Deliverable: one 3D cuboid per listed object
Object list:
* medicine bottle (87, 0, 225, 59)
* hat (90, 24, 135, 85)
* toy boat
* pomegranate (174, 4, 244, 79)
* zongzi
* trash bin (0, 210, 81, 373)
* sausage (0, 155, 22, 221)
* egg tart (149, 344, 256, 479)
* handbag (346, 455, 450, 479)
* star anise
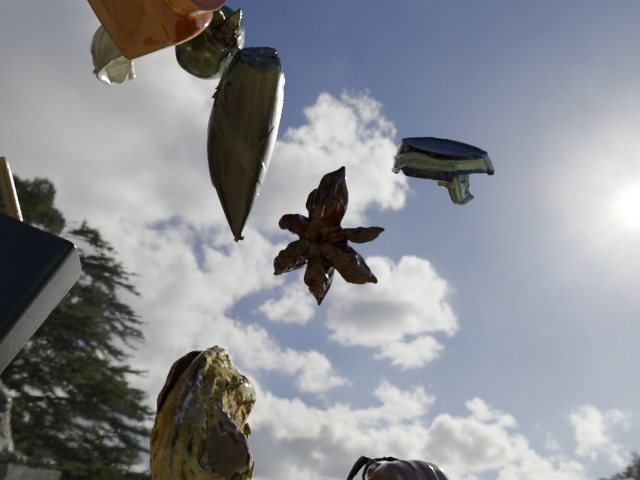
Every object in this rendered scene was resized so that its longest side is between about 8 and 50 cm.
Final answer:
[{"bbox_3d":[-0.250,-0.382,0.904,0.222,0.112,0.149,2,-48,41],"label":"medicine bottle"},{"bbox_3d":[-0.446,-0.476,1.289,0.164,0.226,0.219,-13,-7,-35],"label":"hat"},{"bbox_3d":[0.252,-0.146,1.232,0.262,0.114,0.115,24,-52,43],"label":"toy boat"},{"bbox_3d":[-0.201,-0.388,1.115,0.131,0.152,0.191,11,-2,-29],"label":"pomegranate"},{"bbox_3d":[-0.118,-0.151,0.899,0.112,0.242,0.221,5,-28,-16],"label":"zongzi"},{"bbox_3d":[-0.499,0.084,0.874,0.165,0.226,0.115,24,-34,-1],"label":"trash bin"},{"bbox_3d":[-0.562,-0.087,1.050,0.024,0.024,0.133,0,-64,1],"label":"sausage"},{"bbox_3d":[-0.159,0.312,0.928,0.132,0.297,0.297,1,-30,12],"label":"egg tart"},{"bbox_3d":[0.128,0.530,1.074,0.149,0.283,0.302,10,-57,-31],"label":"handbag"},{"bbox_3d":[-0.002,0.000,0.943,0.196,0.213,0.111,-9,9,43],"label":"star anise"}]
